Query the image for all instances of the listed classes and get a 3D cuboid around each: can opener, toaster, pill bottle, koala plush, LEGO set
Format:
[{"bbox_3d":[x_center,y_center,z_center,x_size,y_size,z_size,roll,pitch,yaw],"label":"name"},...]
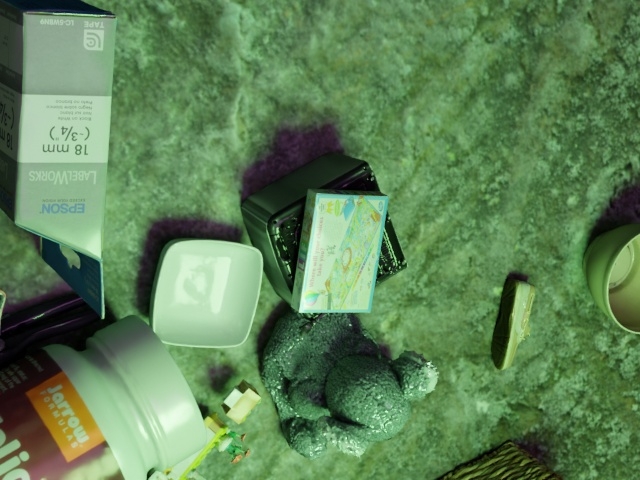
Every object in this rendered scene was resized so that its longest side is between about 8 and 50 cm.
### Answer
[{"bbox_3d":[-0.350,0.106,1.744,0.186,0.073,0.059,-28,78,-20],"label":"can opener"},{"bbox_3d":[0.000,0.000,1.849,0.185,0.110,0.168,-31,117,-16],"label":"toaster"},{"bbox_3d":[-0.346,0.261,1.684,0.392,0.224,0.224,-30,117,-19],"label":"pill bottle"},{"bbox_3d":[0.040,0.195,1.866,0.196,0.221,0.203,-35,118,-13],"label":"koala plush"},{"bbox_3d":[-0.156,0.319,1.837,0.107,0.132,0.287,41,60,6],"label":"LEGO set"}]

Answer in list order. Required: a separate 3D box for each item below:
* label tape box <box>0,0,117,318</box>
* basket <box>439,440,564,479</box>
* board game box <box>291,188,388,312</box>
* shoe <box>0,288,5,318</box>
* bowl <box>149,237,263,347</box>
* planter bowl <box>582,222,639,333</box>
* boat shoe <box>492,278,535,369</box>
[{"bbox_3d":[-0.317,-0.103,1.577,0.105,0.240,0.334,-3,107,-27],"label":"label tape box"},{"bbox_3d":[0.243,0.470,2.058,0.299,0.223,0.214,-24,115,-20],"label":"basket"},{"bbox_3d":[0.024,0.014,1.785,0.103,0.026,0.154,2,105,-28],"label":"board game box"},{"bbox_3d":[-0.437,0.119,1.670,0.178,0.081,0.063,-64,159,0],"label":"shoe"},{"bbox_3d":[-0.152,0.062,1.824,0.142,0.053,0.142,5,104,-29],"label":"bowl"},{"bbox_3d":[0.454,0.044,2.096,0.162,0.109,0.162,-8,109,-25],"label":"planter bowl"},{"bbox_3d":[0.284,0.124,2.069,0.045,0.050,0.135,6,103,-23],"label":"boat shoe"}]
